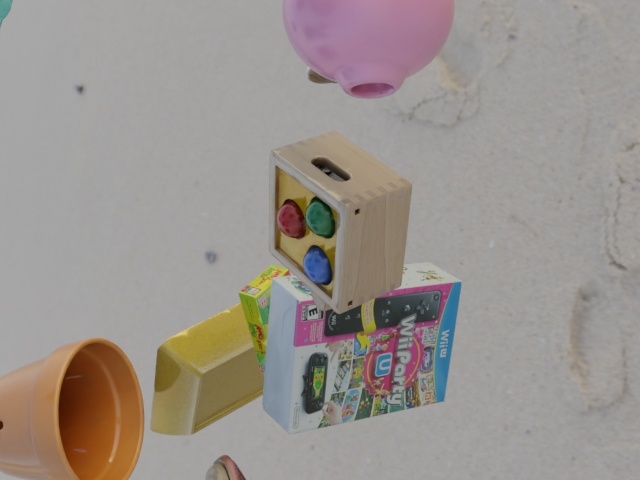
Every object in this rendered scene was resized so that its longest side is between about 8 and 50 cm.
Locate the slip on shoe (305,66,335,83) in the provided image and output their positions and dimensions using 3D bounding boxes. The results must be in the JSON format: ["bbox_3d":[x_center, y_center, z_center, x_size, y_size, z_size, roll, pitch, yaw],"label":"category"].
[{"bbox_3d":[0.036,-0.339,1.912,0.041,0.135,0.051,46,131,50],"label":"slip on shoe"}]

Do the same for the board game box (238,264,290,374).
[{"bbox_3d":[-0.080,0.144,1.661,0.043,0.092,0.181,13,129,36],"label":"board game box"}]

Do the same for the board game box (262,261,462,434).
[{"bbox_3d":[0.067,0.164,1.504,0.097,0.303,0.224,30,120,53],"label":"board game box"}]

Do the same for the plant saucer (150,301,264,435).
[{"bbox_3d":[-0.182,0.261,1.939,0.081,0.332,0.333,47,145,26],"label":"plant saucer"}]

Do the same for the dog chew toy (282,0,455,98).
[{"bbox_3d":[0.034,-0.274,0.729,0.206,0.206,0.332,-15,74,49],"label":"dog chew toy"}]

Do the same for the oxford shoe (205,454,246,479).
[{"bbox_3d":[-0.162,0.444,1.518,0.123,0.130,0.348,61,169,-8],"label":"oxford shoe"}]

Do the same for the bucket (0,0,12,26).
[{"bbox_3d":[-0.292,-0.182,0.496,0.281,0.183,0.281,-14,65,34],"label":"bucket"}]

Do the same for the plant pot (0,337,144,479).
[{"bbox_3d":[-0.494,0.338,1.781,0.203,0.291,0.291,-9,69,20],"label":"plant pot"}]

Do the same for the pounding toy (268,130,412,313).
[{"bbox_3d":[-0.006,0.000,0.984,0.181,0.094,0.206,39,139,40],"label":"pounding toy"}]
